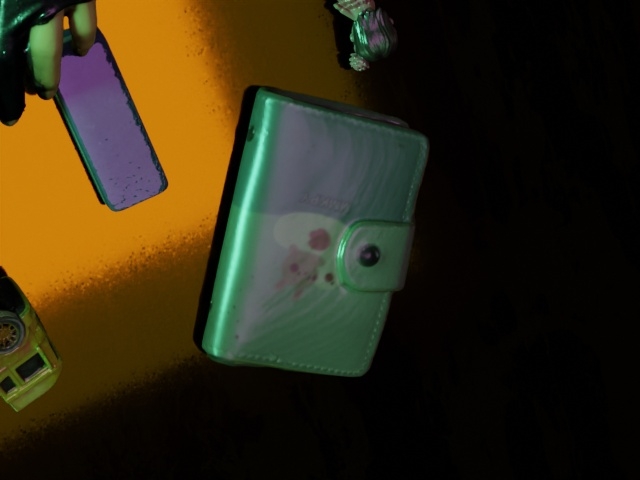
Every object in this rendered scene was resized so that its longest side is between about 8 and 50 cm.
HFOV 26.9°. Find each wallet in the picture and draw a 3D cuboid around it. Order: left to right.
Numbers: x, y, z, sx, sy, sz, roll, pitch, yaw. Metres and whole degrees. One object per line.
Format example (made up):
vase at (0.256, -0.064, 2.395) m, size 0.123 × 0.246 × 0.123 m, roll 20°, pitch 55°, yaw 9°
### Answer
wallet at (0.000, 0.000, 1.735) m, size 0.252 × 0.083 × 0.360 m, roll 10°, pitch 96°, yaw -17°

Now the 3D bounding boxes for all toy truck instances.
toy truck at (-0.433, 0.177, 1.567) m, size 0.272 × 0.124 × 0.157 m, roll -36°, pitch 125°, yaw -10°

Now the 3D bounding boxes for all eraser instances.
eraser at (-0.264, -0.149, 1.625) m, size 0.082 × 0.036 × 0.225 m, roll -27°, pitch 108°, yaw -16°

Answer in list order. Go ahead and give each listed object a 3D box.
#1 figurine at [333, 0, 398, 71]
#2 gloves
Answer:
figurine at (0.053, -0.286, 1.721) m, size 0.072 × 0.054 × 0.129 m, roll -26°, pitch 105°, yaw -12°
gloves at (-0.341, -0.273, 1.515) m, size 0.197 × 0.152 × 0.301 m, roll 18°, pitch 100°, yaw 20°
